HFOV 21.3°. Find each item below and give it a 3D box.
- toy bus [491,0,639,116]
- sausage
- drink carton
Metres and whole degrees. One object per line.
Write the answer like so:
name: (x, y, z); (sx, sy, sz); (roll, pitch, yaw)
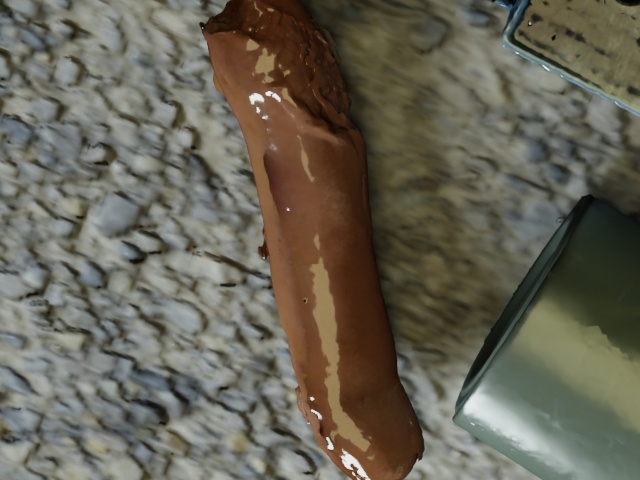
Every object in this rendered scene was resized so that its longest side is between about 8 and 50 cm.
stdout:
toy bus: (0.196, -0.216, 0.831); (0.106, 0.131, 0.297); (27, 113, -2)
sausage: (-0.001, 0.000, 0.977); (0.078, 0.078, 0.304); (-9, 106, 14)
drink carton: (0.182, 0.089, 0.917); (0.190, 0.185, 0.191); (31, 114, 2)
